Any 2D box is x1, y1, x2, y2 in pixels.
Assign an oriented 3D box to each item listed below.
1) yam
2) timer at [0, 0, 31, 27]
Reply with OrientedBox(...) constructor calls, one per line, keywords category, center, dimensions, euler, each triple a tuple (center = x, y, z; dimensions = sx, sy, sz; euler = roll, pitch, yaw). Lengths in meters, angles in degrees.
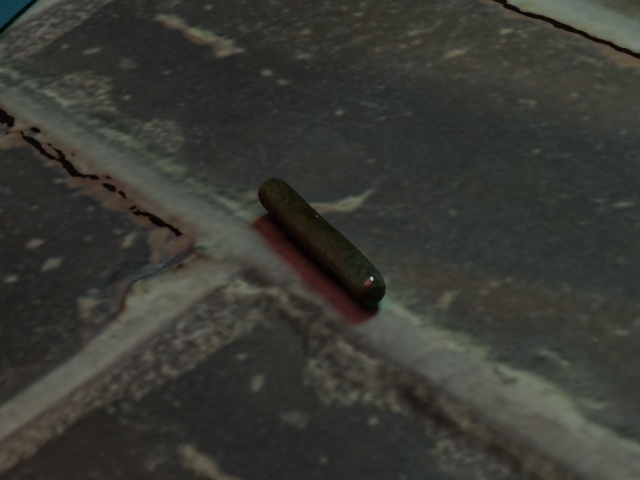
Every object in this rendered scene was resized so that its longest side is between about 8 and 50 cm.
OrientedBox(category="yam", center=(0.000, 0.000, 0.928), dimensions=(0.021, 0.021, 0.116), euler=(-27, 39, -14))
OrientedBox(category="timer", center=(-0.333, -0.160, 1.201), dimensions=(0.232, 0.091, 0.250), euler=(10, 41, 31))
